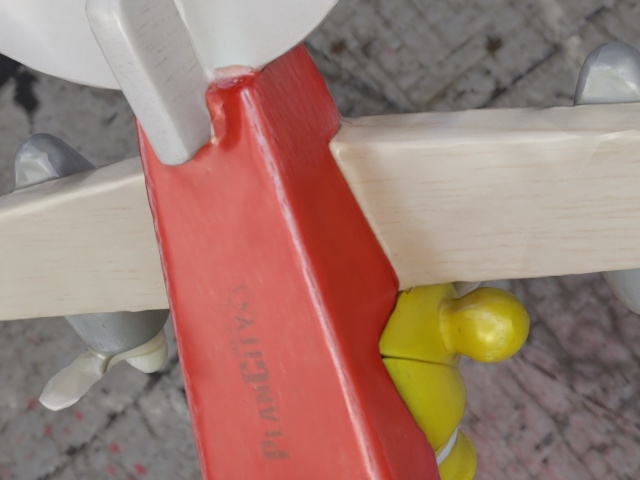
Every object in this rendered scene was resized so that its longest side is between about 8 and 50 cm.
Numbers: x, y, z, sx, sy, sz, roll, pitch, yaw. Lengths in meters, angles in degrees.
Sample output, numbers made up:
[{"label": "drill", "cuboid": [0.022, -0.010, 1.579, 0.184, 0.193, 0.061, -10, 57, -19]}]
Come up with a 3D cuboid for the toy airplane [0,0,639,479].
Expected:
[{"label": "toy airplane", "cuboid": [0.000, 0.000, 0.739, 0.386, 0.272, 0.384, 38, 120, 13]}]
